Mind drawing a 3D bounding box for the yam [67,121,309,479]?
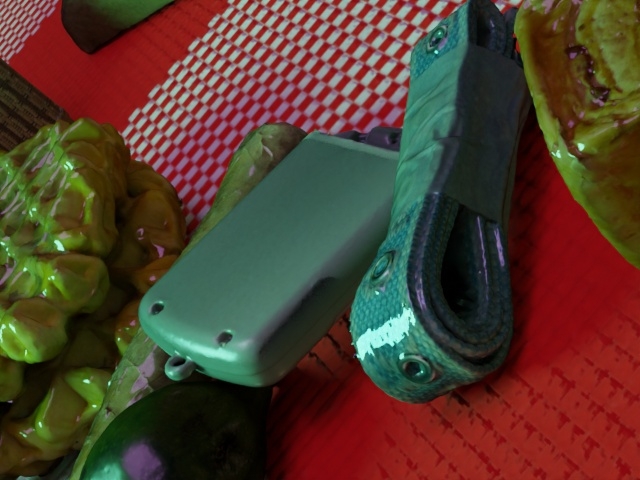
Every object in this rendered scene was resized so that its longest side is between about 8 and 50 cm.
[{"bbox_3d":[-0.089,0.066,1.123,0.081,0.081,0.356,-11,48,51],"label":"yam"}]

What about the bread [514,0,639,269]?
[{"bbox_3d":[0.197,-0.080,0.802,0.158,0.143,0.149,-32,39,31],"label":"bread"}]

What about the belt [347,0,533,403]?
[{"bbox_3d":[0.086,-0.033,0.975,0.072,0.087,0.302,-40,26,45],"label":"belt"}]

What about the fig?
[{"bbox_3d":[-0.082,0.132,1.008,0.117,0.117,0.177,-21,28,43],"label":"fig"}]

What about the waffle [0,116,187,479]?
[{"bbox_3d":[-0.228,0.041,1.281,0.261,0.151,0.324,-39,33,12],"label":"waffle"}]

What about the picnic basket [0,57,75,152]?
[{"bbox_3d":[-0.441,-0.100,1.755,0.313,0.175,0.228,9,62,55],"label":"picnic basket"}]

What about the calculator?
[{"bbox_3d":[-0.017,0.006,1.048,0.141,0.045,0.246,17,54,47],"label":"calculator"}]

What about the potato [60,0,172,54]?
[{"bbox_3d":[-0.211,-0.318,1.750,0.255,0.112,0.269,-39,27,22],"label":"potato"}]
